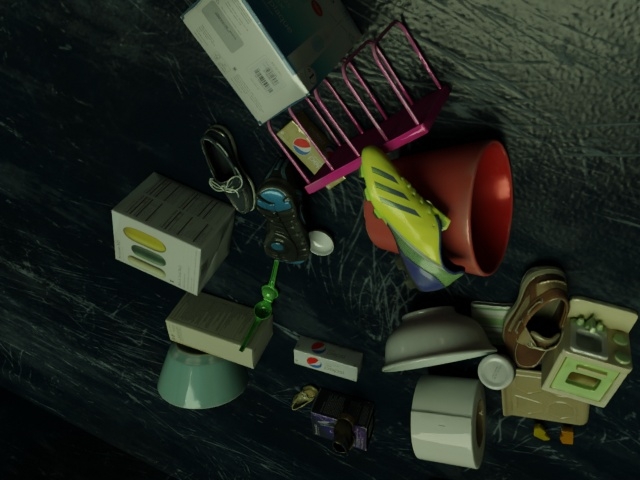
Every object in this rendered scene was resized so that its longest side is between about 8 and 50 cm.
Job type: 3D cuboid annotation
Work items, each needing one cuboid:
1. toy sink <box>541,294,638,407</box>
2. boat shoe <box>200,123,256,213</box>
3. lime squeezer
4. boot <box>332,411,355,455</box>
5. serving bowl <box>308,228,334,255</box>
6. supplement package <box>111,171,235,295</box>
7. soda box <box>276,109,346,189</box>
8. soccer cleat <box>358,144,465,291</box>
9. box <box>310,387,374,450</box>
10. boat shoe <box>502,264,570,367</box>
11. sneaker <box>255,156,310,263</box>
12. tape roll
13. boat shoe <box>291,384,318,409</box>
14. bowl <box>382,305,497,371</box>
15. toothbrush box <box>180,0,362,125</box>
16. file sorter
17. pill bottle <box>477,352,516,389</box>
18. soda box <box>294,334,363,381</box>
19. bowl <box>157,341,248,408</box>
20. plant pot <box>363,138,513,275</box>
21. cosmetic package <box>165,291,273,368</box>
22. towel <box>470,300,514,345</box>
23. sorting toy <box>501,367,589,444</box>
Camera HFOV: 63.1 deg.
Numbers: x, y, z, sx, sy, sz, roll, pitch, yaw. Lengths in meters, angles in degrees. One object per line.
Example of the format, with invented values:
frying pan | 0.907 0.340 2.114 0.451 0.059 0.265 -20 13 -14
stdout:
toy sink | 0.643 0.271 1.251 0.153 0.131 0.234 15 132 13
boat shoe | -0.237 -0.168 1.337 0.095 0.079 0.254 4 129 22
lime squeezer | -0.177 0.186 1.598 0.059 0.110 0.310 28 103 24
boot | 0.066 0.675 1.738 0.082 0.106 0.219 13 131 16
serving bowl | 0.000 0.000 1.402 0.083 0.027 0.083 14 133 15
supplement package | -0.408 -0.020 1.462 0.263 0.198 0.199 23 135 6
soda box | -0.011 -0.208 1.210 0.181 0.058 0.061 46 132 -15
soccer cleat | 0.165 -0.047 0.933 0.121 0.093 0.289 -23 96 29
box | 0.079 0.632 1.846 0.207 0.108 0.153 10 132 18
boat shoe | 0.517 0.209 1.253 0.123 0.116 0.324 -3 129 6
sneaker | -0.079 -0.062 1.329 0.125 0.139 0.340 8 145 6
tape roll | 0.378 0.519 1.512 0.169 0.246 0.246 -1 127 26
boat shoe | -0.059 0.576 1.905 0.056 0.048 0.153 38 134 -9
bowl | 0.294 0.252 1.362 0.298 0.134 0.298 -9 161 -3
toothbrush box | -0.069 -0.379 0.928 0.126 0.295 0.216 -21 115 36
file sorter | 0.067 -0.263 1.030 0.291 0.202 0.182 -24 112 38
pill bottle | 0.466 0.340 1.366 0.087 0.087 0.160 2 171 24
soda box | 0.025 0.378 1.684 0.216 0.069 0.074 12 131 15
bowl | -0.405 0.417 1.796 0.312 0.311 0.163 10 112 18
plant pot | 0.241 -0.069 1.083 0.243 0.275 0.275 4 130 36
cosmetic package | -0.328 0.285 1.713 0.310 0.160 0.113 17 134 13
towel | 0.460 0.219 1.376 0.113 0.023 0.152 3 131 27
sorting toy | 0.641 0.469 1.490 0.229 0.041 0.307 -2 127 21
